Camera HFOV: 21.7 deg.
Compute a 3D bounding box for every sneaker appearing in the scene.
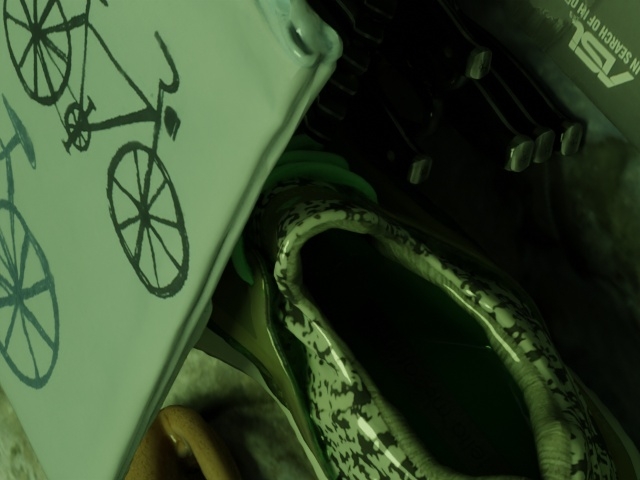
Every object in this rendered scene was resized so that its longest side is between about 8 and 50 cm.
[{"bbox_3d":[0.000,0.000,0.744,0.410,0.158,0.182,44,166,22],"label":"sneaker"}]

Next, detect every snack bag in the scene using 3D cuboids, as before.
[{"bbox_3d":[-0.124,-0.083,0.748,0.323,0.037,0.342,58,142,27],"label":"snack bag"}]

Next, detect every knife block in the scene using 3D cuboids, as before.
[{"bbox_3d":[0.023,-0.153,0.780,0.276,0.242,0.088,-80,15,-49],"label":"knife block"}]

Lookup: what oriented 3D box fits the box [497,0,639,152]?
[{"bbox_3d":[0.224,-0.078,0.559,0.307,0.076,0.242,52,136,24],"label":"box"}]

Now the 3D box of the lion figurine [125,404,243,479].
[{"bbox_3d":[-0.123,0.209,1.033,0.392,0.142,0.240,-47,43,31],"label":"lion figurine"}]
